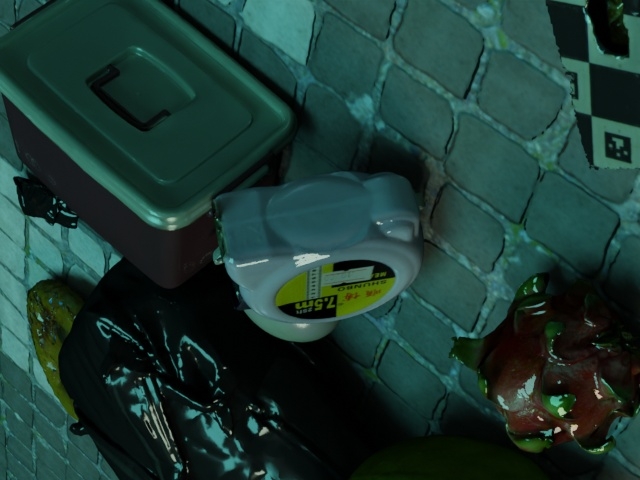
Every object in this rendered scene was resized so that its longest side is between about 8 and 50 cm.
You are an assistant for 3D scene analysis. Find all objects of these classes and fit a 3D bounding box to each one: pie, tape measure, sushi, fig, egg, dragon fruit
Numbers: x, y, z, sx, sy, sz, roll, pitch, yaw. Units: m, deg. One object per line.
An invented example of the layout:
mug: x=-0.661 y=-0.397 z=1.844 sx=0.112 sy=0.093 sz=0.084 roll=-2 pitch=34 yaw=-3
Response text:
pie: x=-0.334 y=0.162 z=1.794 sx=0.273 sy=0.069 sz=0.273 roll=29 pitch=139 yaw=29
tape measure: x=-0.003 y=0.002 z=1.160 sx=0.178 sy=0.196 sz=0.105 roll=99 pitch=159 yaw=-60
sushi: x=0.229 y=-0.179 z=0.834 sx=0.192 sy=0.043 sz=0.280 roll=4 pitch=124 yaw=48
fig: x=0.157 y=0.317 z=1.222 sx=0.314 sy=0.233 sz=0.233 roll=19 pitch=134 yaw=33
egg: x=-0.034 y=0.044 z=1.298 sx=0.135 sy=0.103 sz=0.103 roll=42 pitch=145 yaw=16
dragon fruit: x=0.188 y=0.111 z=1.084 sx=0.137 sy=0.135 sz=0.236 roll=50 pitch=164 yaw=-7

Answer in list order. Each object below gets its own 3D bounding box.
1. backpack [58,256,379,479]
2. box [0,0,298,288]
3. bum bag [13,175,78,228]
backpack: x=-0.108 y=0.220 z=1.429 sx=0.446 sy=0.255 sz=0.363 roll=45 pitch=152 yaw=5
box: x=-0.180 y=-0.103 z=1.267 sx=0.294 sy=0.193 sz=0.167 roll=40 pitch=150 yaw=18
bum bag: x=-0.358 y=-0.049 z=1.659 sx=0.124 sy=0.034 sz=0.058 roll=20 pitch=126 yaw=38
